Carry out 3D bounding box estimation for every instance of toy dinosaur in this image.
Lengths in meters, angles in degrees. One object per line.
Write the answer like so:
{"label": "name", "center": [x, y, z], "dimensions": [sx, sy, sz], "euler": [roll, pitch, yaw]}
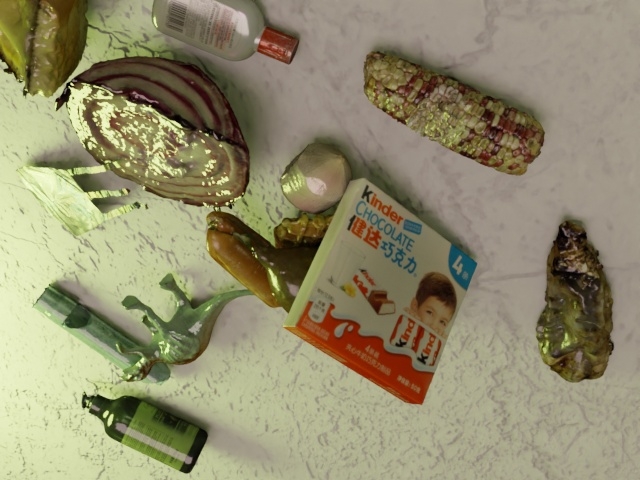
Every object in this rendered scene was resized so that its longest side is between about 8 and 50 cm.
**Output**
{"label": "toy dinosaur", "center": [-0.263, 0.151, 1.611], "dimensions": [0.393, 0.092, 0.205], "euler": [-23, 120, 14]}

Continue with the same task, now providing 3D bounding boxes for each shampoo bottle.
{"label": "shampoo bottle", "center": [-0.141, -0.323, 1.254], "dimensions": [0.221, 0.051, 0.108], "euler": [22, 127, 0]}
{"label": "shampoo bottle", "center": [-0.390, 0.404, 1.822], "dimensions": [0.284, 0.101, 0.101], "euler": [26, 128, -2]}

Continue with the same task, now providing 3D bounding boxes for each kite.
{"label": "kite", "center": [-0.424, -0.085, 1.474], "dimensions": [0.310, 0.015, 0.169], "euler": [-12, 124, 46]}

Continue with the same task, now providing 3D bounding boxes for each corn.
{"label": "corn", "center": [0.188, -0.188, 1.226], "dimensions": [0.290, 0.098, 0.098], "euler": [26, 128, -2]}

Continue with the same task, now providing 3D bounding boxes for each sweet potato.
{"label": "sweet potato", "center": [0.041, 0.099, 1.397], "dimensions": [0.370, 0.157, 0.158], "euler": [18, 135, -34]}

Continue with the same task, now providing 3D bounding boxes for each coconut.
{"label": "coconut", "center": [-0.003, -0.105, 1.340], "dimensions": [0.110, 0.110, 0.124], "euler": [40, 133, -13]}

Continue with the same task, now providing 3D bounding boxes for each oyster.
{"label": "oyster", "center": [0.419, 0.115, 1.398], "dimensions": [0.129, 0.078, 0.345], "euler": [4, 129, 24]}

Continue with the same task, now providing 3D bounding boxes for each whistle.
{"label": "whistle", "center": [-0.444, 0.202, 1.719], "dimensions": [0.312, 0.062, 0.062], "euler": [38, 126, -12]}

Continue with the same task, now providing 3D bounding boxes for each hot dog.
{"label": "hot dog", "center": [-0.112, 0.031, 1.442], "dimensions": [0.068, 0.100, 0.249], "euler": [-19, 141, 22]}

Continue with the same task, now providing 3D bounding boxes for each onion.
{"label": "onion", "center": [-0.247, -0.178, 1.350], "dimensions": [0.315, 0.146, 0.280], "euler": [19, 154, 0]}

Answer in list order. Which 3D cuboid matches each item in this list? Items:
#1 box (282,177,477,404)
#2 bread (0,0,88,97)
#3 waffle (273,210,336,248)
{"label": "box", "center": [0.104, 0.082, 1.319], "dimensions": [0.273, 0.264, 0.048], "euler": [33, 159, -26]}
{"label": "bread", "center": [-0.426, -0.358, 1.245], "dimensions": [0.262, 0.163, 0.204], "euler": [48, 139, 28]}
{"label": "waffle", "center": [0.005, 0.001, 1.403], "dimensions": [0.191, 0.038, 0.191], "euler": [-1, 158, 0]}
